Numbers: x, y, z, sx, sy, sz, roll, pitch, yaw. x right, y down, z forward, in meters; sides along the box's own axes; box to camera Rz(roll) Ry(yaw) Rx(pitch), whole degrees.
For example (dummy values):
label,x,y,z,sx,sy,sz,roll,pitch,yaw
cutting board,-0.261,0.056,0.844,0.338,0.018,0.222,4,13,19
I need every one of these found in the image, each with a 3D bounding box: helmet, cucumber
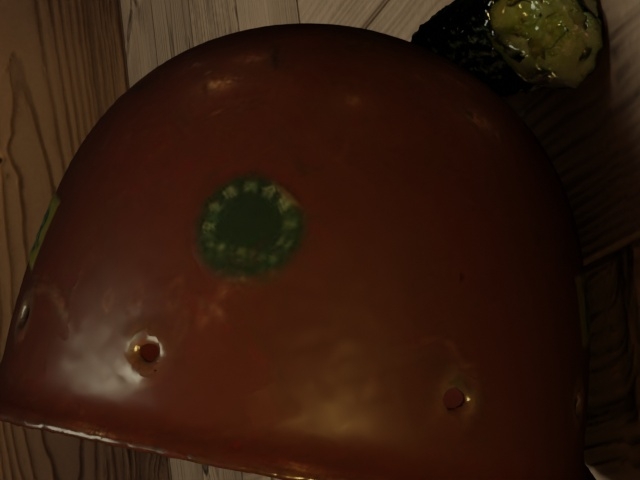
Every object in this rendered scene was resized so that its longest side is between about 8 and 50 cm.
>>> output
label,x,y,z,sx,sy,sz,roll,pitch,yaw
helmet,0.000,0.000,1.065,0.385,0.337,0.230,-39,-43,-85
cucumber,0.088,-0.107,1.128,0.245,0.067,0.067,175,90,-75
